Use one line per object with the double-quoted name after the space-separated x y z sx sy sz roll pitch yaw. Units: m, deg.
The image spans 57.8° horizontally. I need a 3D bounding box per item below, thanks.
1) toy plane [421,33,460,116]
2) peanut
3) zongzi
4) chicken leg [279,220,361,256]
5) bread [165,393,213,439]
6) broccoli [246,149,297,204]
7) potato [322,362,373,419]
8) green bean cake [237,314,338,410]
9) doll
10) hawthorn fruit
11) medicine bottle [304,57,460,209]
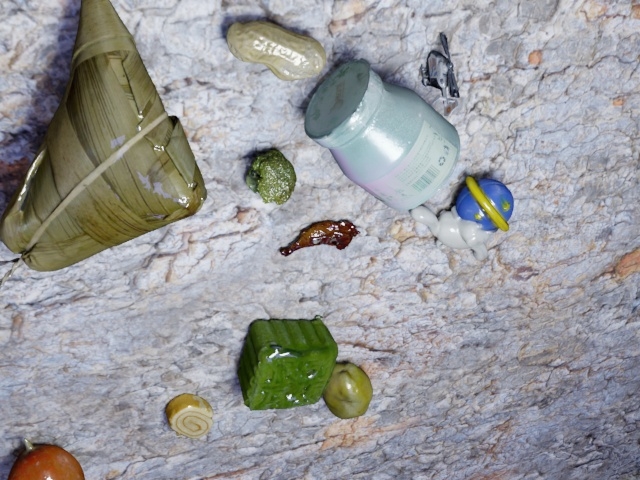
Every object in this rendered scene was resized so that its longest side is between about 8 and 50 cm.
0.276 -0.366 1.322 0.053 0.197 0.078 7 156 -25 "toy plane"
-0.090 -0.390 1.190 0.214 0.090 0.098 13 126 -26 "peanut"
-0.524 -0.188 1.141 0.500 0.218 0.467 -22 103 8 "zongzi"
0.002 -0.005 1.511 0.219 0.048 0.089 -9 122 -16 "chicken leg"
-0.376 0.515 1.694 0.122 0.073 0.149 -44 127 7 "bread"
-0.113 -0.143 1.336 0.120 0.131 0.130 -2 138 30 "broccoli"
0.084 0.468 1.808 0.154 0.137 0.200 -13 127 -13 "potato"
-0.093 0.354 1.650 0.250 0.156 0.247 5 121 -25 "green bean cake"
0.435 -0.038 1.595 0.242 0.159 0.311 -42 131 7 "doll"
-0.758 0.645 1.572 0.199 0.199 0.251 -20 104 -8 "hawthorn fruit"
0.132 -0.237 1.289 0.290 0.245 0.245 32 106 -33 "medicine bottle"
